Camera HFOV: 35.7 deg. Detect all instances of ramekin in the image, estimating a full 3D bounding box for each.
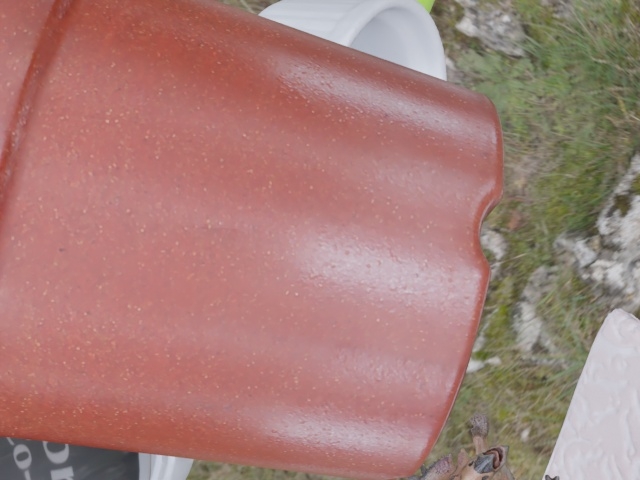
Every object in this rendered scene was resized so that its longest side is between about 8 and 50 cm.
[{"bbox_3d":[0.010,-0.118,1.021,0.135,0.277,0.277,16,100,29],"label":"ramekin"}]

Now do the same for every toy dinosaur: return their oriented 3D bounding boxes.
[{"bbox_3d":[0.171,0.324,1.090,0.127,0.200,0.295,9,113,39],"label":"toy dinosaur"}]

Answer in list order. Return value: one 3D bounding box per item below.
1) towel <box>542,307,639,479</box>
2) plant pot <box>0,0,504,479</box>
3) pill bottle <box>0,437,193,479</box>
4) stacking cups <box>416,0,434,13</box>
[{"bbox_3d":[0.439,0.303,1.296,0.332,0.053,0.316,48,131,53],"label":"towel"},{"bbox_3d":[-0.067,-0.005,0.494,0.265,0.272,0.272,14,100,-5],"label":"plant pot"},{"bbox_3d":[-0.248,0.160,0.680,0.210,0.363,0.210,1,93,22],"label":"pill bottle"},{"bbox_3d":[0.148,-0.419,1.503,0.096,0.096,0.316,15,75,22],"label":"stacking cups"}]
